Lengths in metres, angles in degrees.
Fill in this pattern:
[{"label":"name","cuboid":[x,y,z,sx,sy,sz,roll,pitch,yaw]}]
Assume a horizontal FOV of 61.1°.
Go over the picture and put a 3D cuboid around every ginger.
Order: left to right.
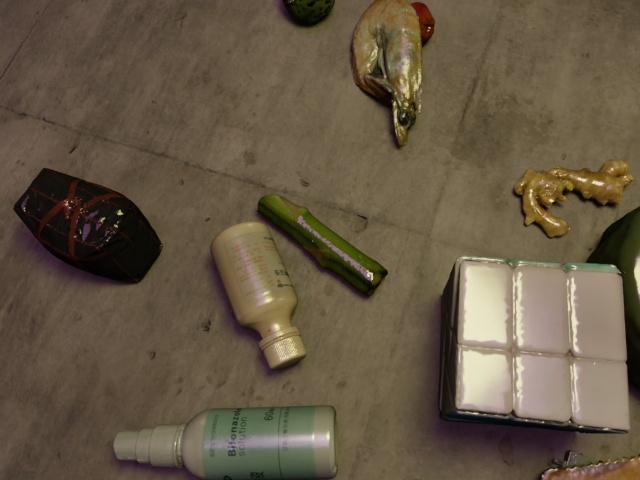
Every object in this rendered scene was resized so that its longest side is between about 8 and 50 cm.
[{"label":"ginger","cuboid":[0.455,-0.095,0.987,0.176,0.052,0.193,29,76,9]}]

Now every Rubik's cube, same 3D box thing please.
[{"label":"Rubik's cube","cuboid":[0.302,0.164,0.814,0.225,0.231,0.221,3,71,8]}]

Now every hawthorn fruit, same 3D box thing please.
[{"label":"hawthorn fruit","cuboid":[0.190,-0.447,1.128,0.093,0.093,0.093,-2,70,5]}]

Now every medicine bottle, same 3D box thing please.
[{"label":"medicine bottle","cuboid":[-0.150,0.323,0.861,0.352,0.110,0.110,-3,70,4]},{"label":"medicine bottle","cuboid":[-0.101,0.097,0.936,0.114,0.114,0.252,-23,70,-3]}]

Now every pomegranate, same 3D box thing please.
[{"label":"pomegranate","cuboid":[-0.018,-0.538,1.165,0.122,0.122,0.161,23,47,13]}]

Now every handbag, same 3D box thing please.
[{"label":"handbag","cuboid":[-0.416,-0.027,0.980,0.216,0.169,0.155,23,73,13]}]

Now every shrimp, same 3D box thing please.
[{"label":"shrimp","cuboid":[0.131,-0.337,1.086,0.168,0.077,0.317,-11,78,45]}]

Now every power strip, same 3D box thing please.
[{"label":"power strip","cuboid":[0.430,0.367,0.841,0.136,0.019,0.050,18,75,11]}]

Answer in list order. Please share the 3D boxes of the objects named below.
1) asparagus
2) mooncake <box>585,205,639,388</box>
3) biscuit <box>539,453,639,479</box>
[{"label":"asparagus","cuboid":[0.000,0.001,0.993,0.278,0.060,0.067,39,97,16]},{"label":"mooncake","cuboid":[0.605,0.087,0.836,0.357,0.194,0.356,-1,74,3]},{"label":"biscuit","cuboid":[0.462,0.443,0.800,0.232,0.013,0.236,-11,77,2]}]
